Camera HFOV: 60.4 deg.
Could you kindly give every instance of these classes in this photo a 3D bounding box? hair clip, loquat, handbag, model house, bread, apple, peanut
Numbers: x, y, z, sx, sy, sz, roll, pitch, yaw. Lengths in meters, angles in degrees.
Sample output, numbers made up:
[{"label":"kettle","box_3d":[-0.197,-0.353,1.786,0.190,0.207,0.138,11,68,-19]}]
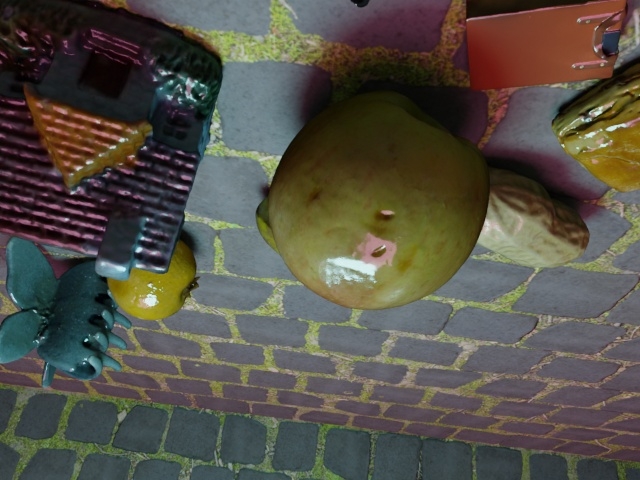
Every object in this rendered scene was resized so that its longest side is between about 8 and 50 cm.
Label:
[{"label":"hair clip","box_3d":[-0.635,0.201,1.428,0.238,0.318,0.392,1,148,3]},{"label":"loquat","box_3d":[-0.390,0.082,1.291,0.208,0.208,0.208,5,148,3]},{"label":"handbag","box_3d":[0.294,-0.268,0.730,0.190,0.063,0.127,0,147,19]},{"label":"model house","box_3d":[-0.364,-0.127,0.825,0.360,0.339,0.297,16,149,-14]},{"label":"bread","box_3d":[0.496,-0.167,0.812,0.210,0.099,0.235,25,144,-26]},{"label":"apple","box_3d":[0.087,-0.070,0.842,0.338,0.338,0.305,17,127,-17]},{"label":"peanut","box_3d":[0.367,-0.036,1.005,0.313,0.152,0.152,25,144,-25]}]

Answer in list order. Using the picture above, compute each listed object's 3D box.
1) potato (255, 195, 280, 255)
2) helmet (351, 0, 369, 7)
[{"label":"potato","box_3d":[0.000,0.000,1.139,0.298,0.141,0.176,21,137,-22]},{"label":"helmet","box_3d":[0.041,-0.336,0.677,0.084,0.049,0.065,42,176,-8]}]
